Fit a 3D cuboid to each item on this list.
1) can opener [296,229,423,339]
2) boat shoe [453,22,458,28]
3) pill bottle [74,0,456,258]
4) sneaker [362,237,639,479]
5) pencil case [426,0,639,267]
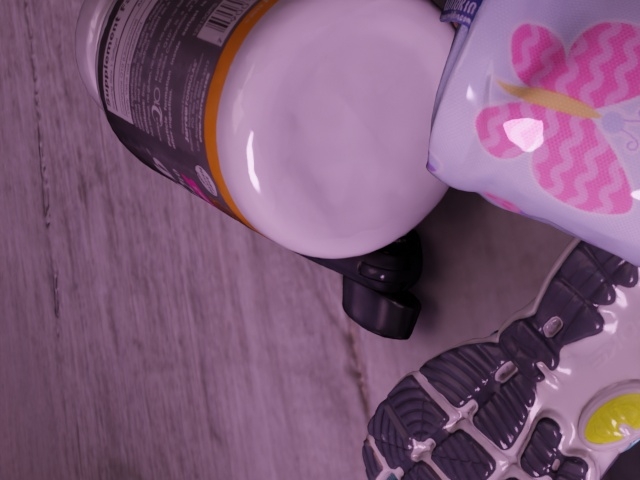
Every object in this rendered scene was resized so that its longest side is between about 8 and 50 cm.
[{"bbox_3d":[0.000,0.000,0.835,0.186,0.059,0.073,32,103,47],"label":"can opener"},{"bbox_3d":[0.121,-0.151,0.668,0.342,0.123,0.123,46,153,35],"label":"boat shoe"},{"bbox_3d":[-0.044,-0.102,0.803,0.278,0.162,0.162,30,112,55],"label":"pill bottle"},{"bbox_3d":[0.129,0.068,0.640,0.275,0.110,0.107,-44,77,34],"label":"sneaker"},{"bbox_3d":[0.174,-0.032,0.480,0.273,0.113,0.124,25,82,7],"label":"pencil case"}]
